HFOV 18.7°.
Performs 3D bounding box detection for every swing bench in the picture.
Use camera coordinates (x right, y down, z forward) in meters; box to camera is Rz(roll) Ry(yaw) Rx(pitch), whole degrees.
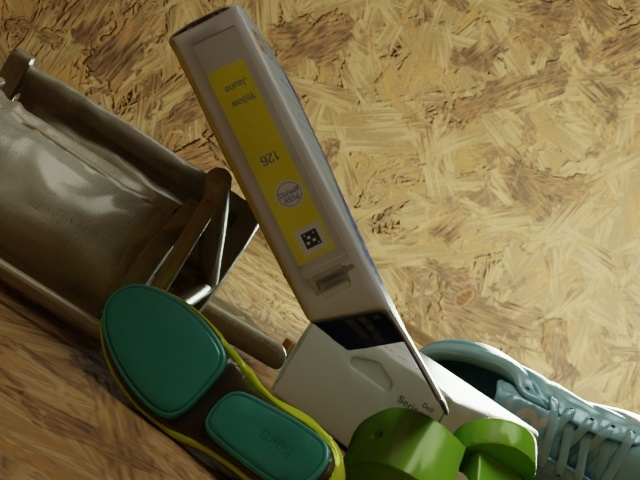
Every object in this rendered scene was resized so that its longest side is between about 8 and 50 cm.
[{"bbox_3d":[-0.197,-0.036,1.499,0.253,0.165,0.254,32,-2,6],"label":"swing bench"}]

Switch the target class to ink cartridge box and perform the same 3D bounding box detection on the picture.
[{"bbox_3d":[0.078,0.154,1.759,0.160,0.092,0.219,34,4,30],"label":"ink cartridge box"},{"bbox_3d":[0.000,0.000,1.457,0.303,0.072,0.307,55,10,-81],"label":"ink cartridge box"}]

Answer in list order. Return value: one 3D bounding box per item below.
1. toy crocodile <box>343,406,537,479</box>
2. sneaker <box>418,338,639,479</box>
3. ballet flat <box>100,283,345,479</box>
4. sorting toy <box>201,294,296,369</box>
[{"bbox_3d":[0.163,0.231,1.449,0.340,0.105,0.115,31,45,-24],"label":"toy crocodile"},{"bbox_3d":[0.247,0.222,2.194,0.366,0.135,0.150,24,7,30],"label":"sneaker"},{"bbox_3d":[-0.065,0.117,1.306,0.231,0.077,0.077,38,-15,34],"label":"ballet flat"},{"bbox_3d":[-0.105,0.073,1.804,0.307,0.041,0.229,31,-1,-14],"label":"sorting toy"}]
